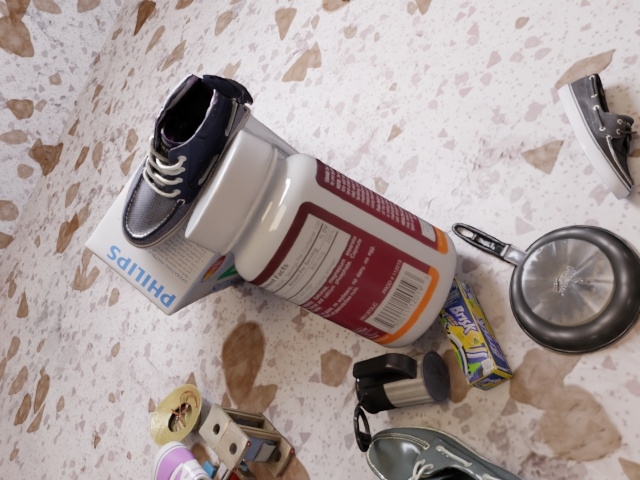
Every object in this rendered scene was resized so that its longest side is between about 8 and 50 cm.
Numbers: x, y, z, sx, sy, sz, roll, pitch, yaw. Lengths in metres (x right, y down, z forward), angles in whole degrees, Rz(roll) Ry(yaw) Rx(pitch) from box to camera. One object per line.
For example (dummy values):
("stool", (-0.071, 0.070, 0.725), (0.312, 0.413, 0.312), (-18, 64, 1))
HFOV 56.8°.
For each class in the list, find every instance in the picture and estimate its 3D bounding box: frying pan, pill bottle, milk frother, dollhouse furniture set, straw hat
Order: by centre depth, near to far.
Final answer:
("frying pan", (0.344, 0.021, 0.906), (0.197, 0.053, 0.326), (-43, 49, 19))
("milk frother", (0.121, 0.256, 0.941), (0.134, 0.129, 0.143), (-22, 62, 36))
("pill bottle", (0.000, 0.000, 0.953), (0.224, 0.392, 0.224), (-54, 18, 26))
("dollhouse furniture set", (-0.167, 0.433, 1.123), (0.129, 0.129, 0.184), (29, 90, 47))
("straw hat", (-0.304, 0.401, 1.321), (0.144, 0.061, 0.145), (-19, 46, 21))

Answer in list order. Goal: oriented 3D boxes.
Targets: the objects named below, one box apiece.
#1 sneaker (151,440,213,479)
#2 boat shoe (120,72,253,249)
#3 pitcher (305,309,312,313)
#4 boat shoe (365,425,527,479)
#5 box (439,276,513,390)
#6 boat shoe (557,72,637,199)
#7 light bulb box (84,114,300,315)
("sneaker", (-0.253, 0.542, 1.114), (0.161, 0.102, 0.282), (19, 115, 43))
("boat shoe", (-0.250, -0.128, 0.968), (0.127, 0.158, 0.341), (34, 100, 5))
("pitcher", (0.027, 0.030, 1.155), (0.177, 0.125, 0.207), (-23, 43, 26))
("boat shoe", (0.177, 0.346, 0.859), (0.319, 0.099, 0.116), (9, 79, 46))
("box", (0.236, 0.146, 0.932), (0.054, 0.059, 0.169), (-37, 48, 26))
("boat shoe", (0.433, -0.167, 0.894), (0.076, 0.080, 0.229), (-31, 44, 31))
("light bulb box", (-0.223, -0.077, 1.232), (0.225, 0.358, 0.361), (39, 102, 6))
